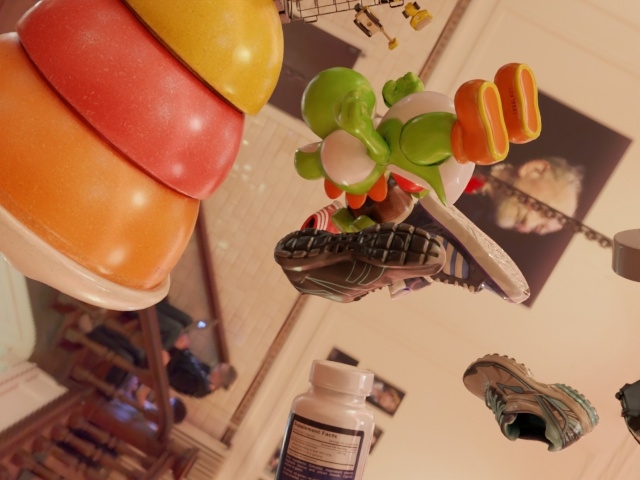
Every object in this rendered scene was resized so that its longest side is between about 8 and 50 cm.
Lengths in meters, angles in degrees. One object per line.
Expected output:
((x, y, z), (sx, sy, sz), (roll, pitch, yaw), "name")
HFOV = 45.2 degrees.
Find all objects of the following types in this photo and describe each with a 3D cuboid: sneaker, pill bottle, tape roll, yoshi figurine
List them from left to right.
((0.000, 0.000, 2.034), (0.128, 0.087, 0.221), (-22, 132, -23), "sneaker")
((0.007, 0.219, 0.834), (0.094, 0.094, 0.169), (53, 50, -84), "pill bottle")
((0.064, 0.037, 1.185), (0.101, 0.268, 0.106), (-63, 146, -48), "sneaker")
((0.095, -0.173, 1.040), (0.362, 0.204, 0.202), (-6, -122, 43), "yoshi figurine")
((0.266, 0.074, 1.675), (0.236, 0.323, 0.130), (-50, 162, 21), "sneaker")
((0.355, 0.298, 1.411), (0.122, 0.283, 0.110), (-33, 116, -27), "sneaker")
((0.724, 0.033, 1.601), (0.219, 0.219, 0.072), (-45, 136, -69), "tape roll")

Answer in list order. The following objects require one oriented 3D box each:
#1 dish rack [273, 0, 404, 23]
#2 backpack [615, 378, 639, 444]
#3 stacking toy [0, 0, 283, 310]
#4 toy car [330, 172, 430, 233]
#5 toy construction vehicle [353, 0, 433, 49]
((0.026, -0.433, 1.240), (0.208, 0.272, 0.074), (43, 40, -77), "dish rack")
((0.757, 0.401, 1.680), (0.144, 0.188, 0.166), (-30, -166, 19), "backpack")
((-0.157, -0.193, 0.820), (0.480, 0.350, 0.350), (-44, 175, 5), "stacking toy")
((0.071, -0.116, 1.330), (0.155, 0.188, 0.149), (-42, -152, -13), "toy car")
((0.089, -0.298, 0.982), (0.086, 0.098, 0.035), (-38, -142, 26), "toy construction vehicle")
